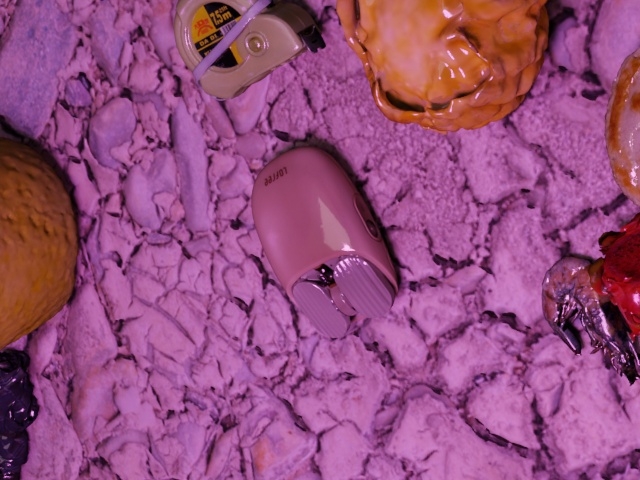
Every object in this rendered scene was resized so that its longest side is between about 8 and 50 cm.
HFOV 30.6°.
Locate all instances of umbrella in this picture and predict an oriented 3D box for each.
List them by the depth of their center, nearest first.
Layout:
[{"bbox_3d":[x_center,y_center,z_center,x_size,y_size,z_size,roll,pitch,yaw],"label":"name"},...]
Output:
[{"bbox_3d":[-0.466,0.281,1.782,0.071,0.080,0.224,5,111,-8],"label":"umbrella"}]

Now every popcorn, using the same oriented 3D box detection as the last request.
[{"bbox_3d":[0.139,-0.238,1.254,0.250,0.190,0.250,7,108,21],"label":"popcorn"}]

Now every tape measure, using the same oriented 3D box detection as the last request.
[{"bbox_3d":[-0.104,-0.256,1.439,0.177,0.087,0.154,-29,99,32],"label":"tape measure"}]

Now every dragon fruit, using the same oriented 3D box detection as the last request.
[{"bbox_3d":[0.368,0.064,1.216,0.133,0.150,0.208,-28,75,24],"label":"dragon fruit"}]

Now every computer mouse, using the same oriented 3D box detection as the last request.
[{"bbox_3d":[0.000,0.000,1.447,0.145,0.082,0.236,-27,87,30],"label":"computer mouse"}]

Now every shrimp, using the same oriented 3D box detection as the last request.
[{"bbox_3d":[0.307,0.096,1.334,0.091,0.034,0.161,-39,76,42],"label":"shrimp"}]

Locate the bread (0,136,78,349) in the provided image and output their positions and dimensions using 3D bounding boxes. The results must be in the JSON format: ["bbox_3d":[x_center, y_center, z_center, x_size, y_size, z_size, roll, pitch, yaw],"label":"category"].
[{"bbox_3d":[-0.529,0.008,1.608,0.348,0.308,0.348,12,113,30],"label":"bread"}]

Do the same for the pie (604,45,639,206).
[{"bbox_3d":[0.411,-0.110,1.187,0.248,0.090,0.201,4,100,27],"label":"pie"}]
